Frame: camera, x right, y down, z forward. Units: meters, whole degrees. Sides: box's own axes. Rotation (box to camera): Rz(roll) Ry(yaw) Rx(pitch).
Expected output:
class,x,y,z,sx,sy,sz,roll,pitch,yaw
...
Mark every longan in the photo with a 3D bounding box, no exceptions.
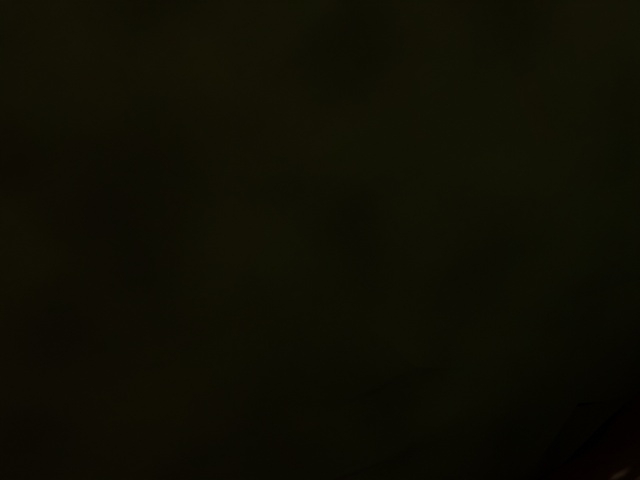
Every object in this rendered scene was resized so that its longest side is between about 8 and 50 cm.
class,x,y,z,sx,sy,sz,roll,pitch,yaw
longan,-0.061,-0.072,0.559,0.391,0.391,0.391,-36,9,6
